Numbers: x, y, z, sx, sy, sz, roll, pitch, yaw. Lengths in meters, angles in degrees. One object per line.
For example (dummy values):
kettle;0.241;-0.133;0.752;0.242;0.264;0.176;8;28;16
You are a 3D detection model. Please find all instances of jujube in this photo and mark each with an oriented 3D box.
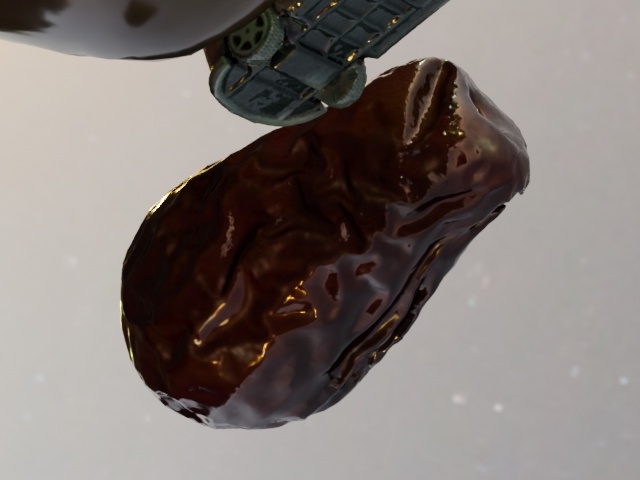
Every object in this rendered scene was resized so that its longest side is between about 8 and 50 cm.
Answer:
jujube;0.000;0.000;1.445;0.342;0.216;0.216;-35;-143;26

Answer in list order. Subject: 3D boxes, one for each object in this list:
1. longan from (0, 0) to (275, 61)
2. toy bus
longan;-0.110;-0.234;0.923;0.297;0.297;0.297;-48;-149;42
toy bus;0.029;-0.190;1.264;0.265;0.121;0.120;-38;-123;24
